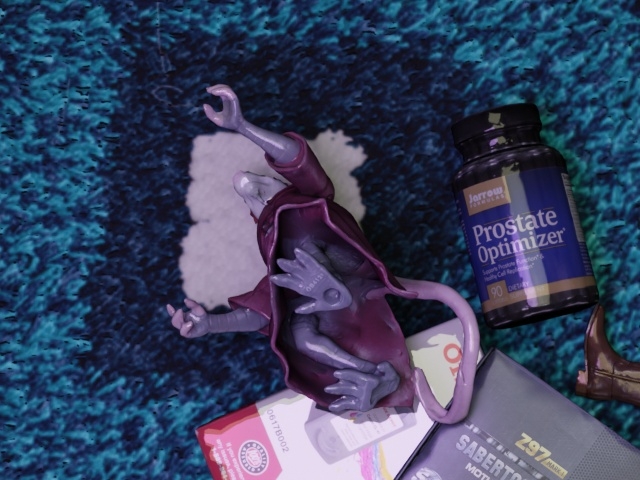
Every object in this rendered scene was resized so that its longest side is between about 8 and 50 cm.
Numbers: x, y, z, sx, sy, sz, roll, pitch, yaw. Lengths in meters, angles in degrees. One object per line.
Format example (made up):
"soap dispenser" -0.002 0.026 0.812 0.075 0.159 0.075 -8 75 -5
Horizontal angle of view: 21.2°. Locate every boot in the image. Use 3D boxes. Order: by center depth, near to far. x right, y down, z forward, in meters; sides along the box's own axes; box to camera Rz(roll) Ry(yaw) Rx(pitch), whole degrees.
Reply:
"boot" 0.330 0.124 1.784 0.114 0.037 0.106 10 98 11

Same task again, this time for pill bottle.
"pill bottle" 0.206 -0.025 1.773 0.123 0.123 0.219 -14 82 5

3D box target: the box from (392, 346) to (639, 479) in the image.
"box" 0.206 0.242 1.647 0.233 0.059 0.183 37 86 7

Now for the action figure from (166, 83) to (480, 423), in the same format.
"action figure" 0.000 0.000 1.700 0.276 0.370 0.248 8 109 -12

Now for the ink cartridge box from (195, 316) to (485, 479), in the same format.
"ink cartridge box" 0.055 0.235 1.755 0.306 0.131 0.226 -24 82 3
